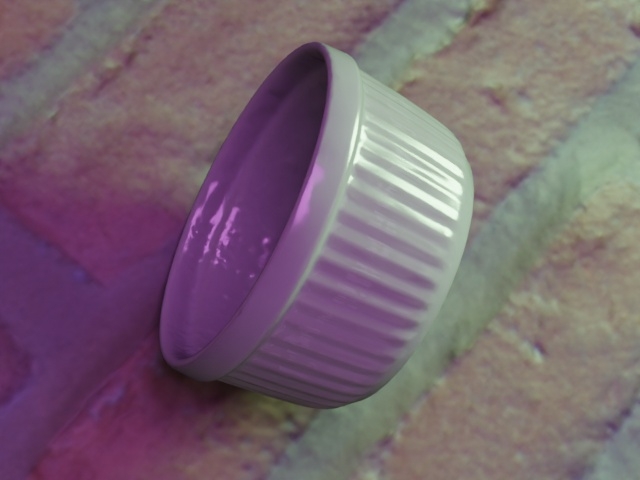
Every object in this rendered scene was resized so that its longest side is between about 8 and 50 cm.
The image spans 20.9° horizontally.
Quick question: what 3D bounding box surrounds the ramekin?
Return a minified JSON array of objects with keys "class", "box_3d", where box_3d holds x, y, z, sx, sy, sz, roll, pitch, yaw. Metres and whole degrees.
[{"class":"ramekin","box_3d":[0.000,0.000,1.009,0.109,0.207,0.207,25,68,-18]}]
